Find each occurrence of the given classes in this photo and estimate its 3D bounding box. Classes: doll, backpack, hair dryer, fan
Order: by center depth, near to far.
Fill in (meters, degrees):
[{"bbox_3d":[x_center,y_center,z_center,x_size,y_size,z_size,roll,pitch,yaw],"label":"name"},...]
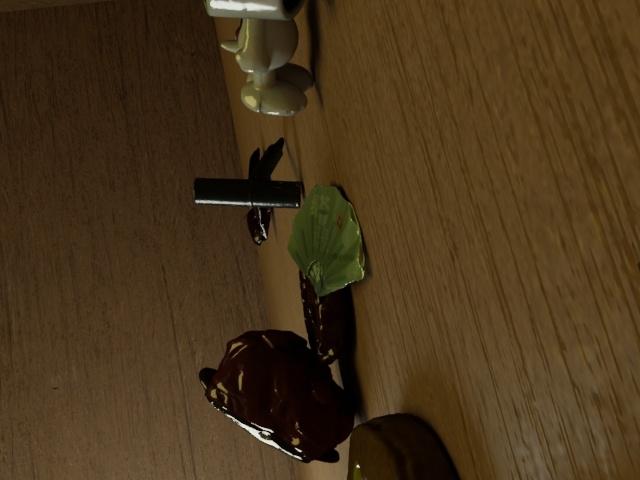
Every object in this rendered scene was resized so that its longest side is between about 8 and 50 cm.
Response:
[{"bbox_3d":[-0.054,-0.240,0.641,0.208,0.143,0.272,-76,-12,-54],"label":"doll"},{"bbox_3d":[0.000,0.000,0.741,0.240,0.009,0.131,-165,81,-68],"label":"fan"},{"bbox_3d":[-0.046,0.205,0.896,0.139,0.229,0.229,-58,13,2],"label":"backpack"},{"bbox_3d":[-0.115,-0.123,1.092,0.195,0.173,0.050,-87,0,-51],"label":"hair dryer"}]

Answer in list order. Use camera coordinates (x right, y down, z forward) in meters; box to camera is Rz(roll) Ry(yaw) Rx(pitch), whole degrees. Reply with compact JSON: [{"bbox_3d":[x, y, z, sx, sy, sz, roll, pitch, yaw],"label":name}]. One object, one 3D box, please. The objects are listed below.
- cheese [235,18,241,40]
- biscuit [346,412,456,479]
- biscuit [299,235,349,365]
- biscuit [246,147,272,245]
[{"bbox_3d":[-0.173,-0.457,1.438,0.095,0.038,0.145,98,167,-60],"label":"cheese"},{"bbox_3d":[0.086,0.341,0.512,0.350,0.070,0.395,99,159,-66],"label":"biscuit"},{"bbox_3d":[0.002,0.068,0.846,0.192,0.049,0.192,177,90,-80],"label":"biscuit"},{"bbox_3d":[-0.162,-0.107,1.671,0.235,0.063,0.151,93,165,-45],"label":"biscuit"}]
